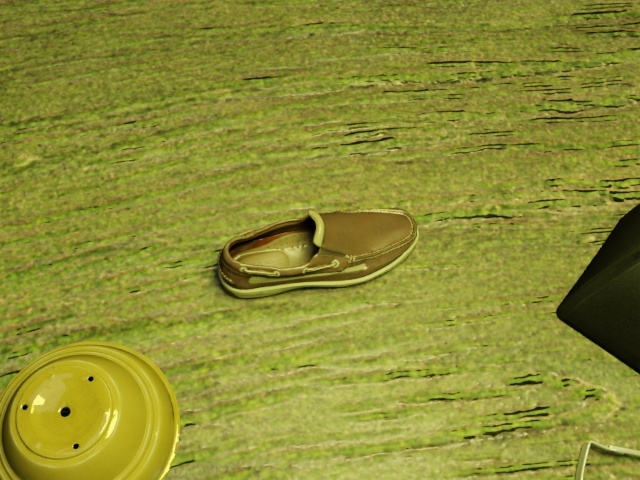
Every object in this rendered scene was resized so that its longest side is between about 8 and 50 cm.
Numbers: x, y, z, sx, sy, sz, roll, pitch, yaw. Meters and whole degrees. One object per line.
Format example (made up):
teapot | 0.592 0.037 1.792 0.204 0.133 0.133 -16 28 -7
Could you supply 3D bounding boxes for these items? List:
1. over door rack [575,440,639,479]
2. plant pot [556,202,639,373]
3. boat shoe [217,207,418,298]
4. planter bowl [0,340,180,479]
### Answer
over door rack | 0.450 0.189 0.788 0.324 0.240 0.108 1 64 -2
plant pot | 0.422 0.044 0.906 0.188 0.167 0.187 37 67 15
boat shoe | 0.002 0.007 0.949 0.257 0.095 0.095 -17 64 -11
planter bowl | -0.266 0.196 0.842 0.217 0.090 0.217 1 63 -2
